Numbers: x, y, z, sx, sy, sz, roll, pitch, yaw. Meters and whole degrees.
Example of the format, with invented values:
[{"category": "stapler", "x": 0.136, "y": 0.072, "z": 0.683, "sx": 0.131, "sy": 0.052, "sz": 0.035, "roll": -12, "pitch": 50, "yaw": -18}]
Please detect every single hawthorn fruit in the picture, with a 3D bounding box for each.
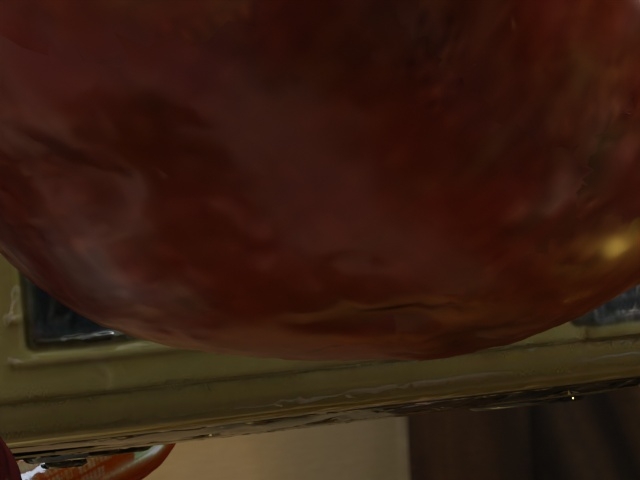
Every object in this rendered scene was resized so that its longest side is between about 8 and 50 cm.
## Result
[{"category": "hawthorn fruit", "x": -0.021, "y": -0.081, "z": 0.440, "sx": 0.271, "sy": 0.242, "sz": 0.242, "roll": -26, "pitch": -109, "yaw": 46}]

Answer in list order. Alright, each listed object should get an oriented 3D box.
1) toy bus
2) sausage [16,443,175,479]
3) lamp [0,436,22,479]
[{"category": "toy bus", "x": 0.000, "y": 0.000, "z": 0.742, "sx": 0.202, "sy": 0.365, "sz": 0.177, "roll": 155, "pitch": -71, "yaw": -75}, {"category": "sausage", "x": -0.166, "y": 0.133, "z": 0.997, "sx": 0.083, "sy": 0.264, "sz": 0.083, "roll": 19, "pitch": -60, "yaw": 37}, {"category": "lamp", "x": -0.129, "y": 0.085, "z": 0.493, "sx": 0.090, "sy": 0.101, "sz": 0.101, "roll": 38, "pitch": -73, "yaw": 28}]
